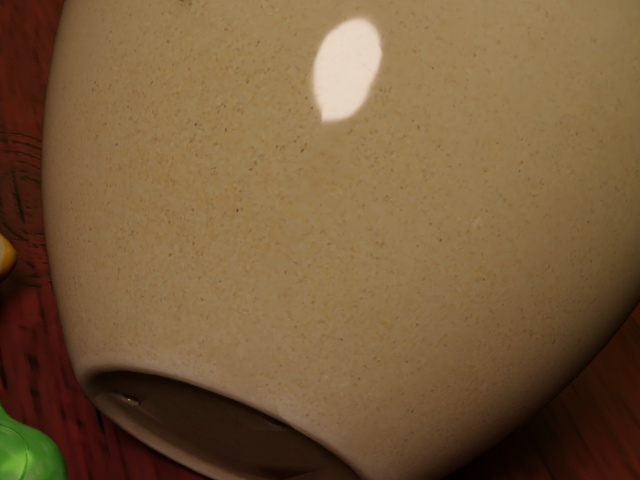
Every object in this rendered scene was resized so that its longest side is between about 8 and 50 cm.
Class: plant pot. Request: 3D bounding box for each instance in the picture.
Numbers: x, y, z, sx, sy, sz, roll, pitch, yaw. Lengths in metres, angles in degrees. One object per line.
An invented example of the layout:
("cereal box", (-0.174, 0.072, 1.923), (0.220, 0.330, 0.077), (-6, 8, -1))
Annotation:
("plant pot", (0.000, 0.000, 0.661), (0.284, 0.284, 0.191), (20, 67, 6))

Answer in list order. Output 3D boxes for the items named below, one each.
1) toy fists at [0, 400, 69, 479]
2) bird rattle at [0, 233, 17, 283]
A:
("toy fists", (-0.091, 0.135, 0.479), (0.279, 0.142, 0.096), (34, 35, 27))
("bird rattle", (-0.227, -0.024, 0.668), (0.207, 0.143, 0.253), (46, 24, -6))
